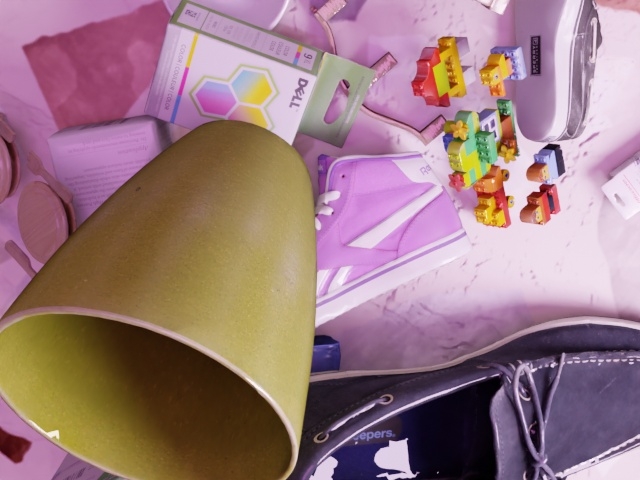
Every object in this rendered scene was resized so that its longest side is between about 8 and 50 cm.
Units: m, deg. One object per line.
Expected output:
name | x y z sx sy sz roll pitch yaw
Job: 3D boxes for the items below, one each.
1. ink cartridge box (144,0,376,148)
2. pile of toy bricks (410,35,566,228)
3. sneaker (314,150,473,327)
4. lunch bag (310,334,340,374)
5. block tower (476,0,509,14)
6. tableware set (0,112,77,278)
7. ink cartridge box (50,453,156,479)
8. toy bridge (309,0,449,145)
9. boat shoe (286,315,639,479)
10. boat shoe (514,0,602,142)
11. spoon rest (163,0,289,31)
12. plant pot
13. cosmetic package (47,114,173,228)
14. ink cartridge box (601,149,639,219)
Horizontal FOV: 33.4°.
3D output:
ink cartridge box | -0.062 -0.151 1.077 0.209 0.062 0.109 19 128 -6
pile of toy bricks | 0.158 -0.089 1.050 0.118 0.105 0.212 10 127 44
sneaker | 0.000 0.000 1.125 0.282 0.102 0.161 -27 93 2
lunch bag | -0.015 0.140 1.151 0.067 0.098 0.065 -3 92 -8
block tower | 0.052 -0.318 0.998 0.335 0.091 0.097 18 109 -19
tableware set | -0.309 -0.051 1.113 0.194 0.039 0.128 42 125 28
ink cartridge box | -0.202 0.254 1.127 0.154 0.212 0.093 -30 103 8
toy bridge | 0.052 -0.171 1.111 0.063 0.026 0.188 -40 99 12
boat shoe | 0.175 0.195 1.082 0.500 0.156 0.186 -6 108 -14
boat shoe | 0.243 -0.209 1.074 0.070 0.078 0.219 -6 106 -34
spoon rest | -0.081 -0.331 1.055 0.137 0.084 0.276 12 102 1
plant pot | -0.114 0.036 0.976 0.275 0.293 0.274 11 141 9
cosmetic package | -0.200 -0.012 1.134 0.117 0.085 0.231 -8 104 5
ink cartridge box | 0.338 -0.065 1.117 0.083 0.028 0.048 -37 98 10
